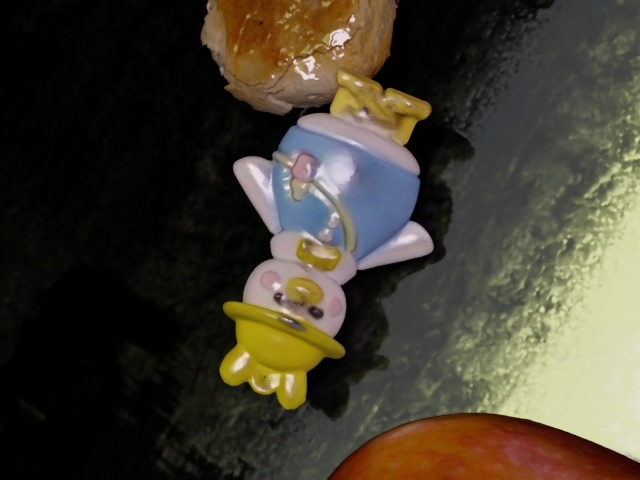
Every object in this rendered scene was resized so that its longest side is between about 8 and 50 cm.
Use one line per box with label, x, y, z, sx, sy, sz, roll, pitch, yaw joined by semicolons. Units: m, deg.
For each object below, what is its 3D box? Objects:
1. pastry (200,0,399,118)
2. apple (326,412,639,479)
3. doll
pastry;-0.017;-0.169;1.093;0.153;0.081;0.153;-7;75;25
apple;0.107;0.244;0.848;0.317;0.288;0.288;9;82;17
doll;0.001;0.000;1.041;0.099;0.135;0.241;15;82;53
